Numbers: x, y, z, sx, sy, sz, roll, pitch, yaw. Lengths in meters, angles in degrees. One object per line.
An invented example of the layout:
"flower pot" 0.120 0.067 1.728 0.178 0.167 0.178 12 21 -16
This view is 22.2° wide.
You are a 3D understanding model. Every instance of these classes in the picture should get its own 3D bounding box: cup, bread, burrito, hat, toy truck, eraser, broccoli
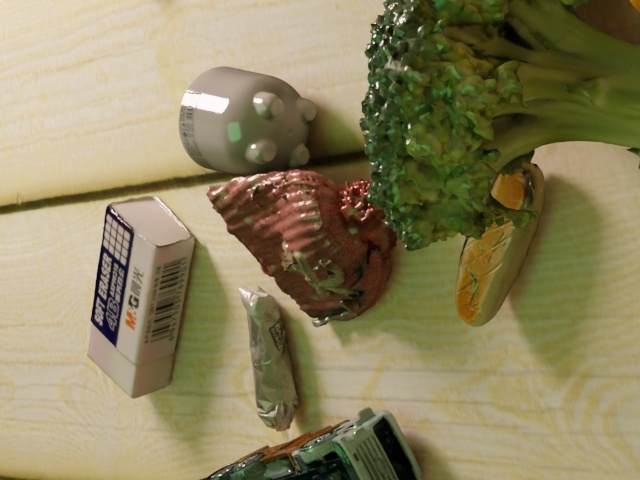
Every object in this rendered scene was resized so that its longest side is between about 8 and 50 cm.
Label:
"cup" -0.082 -0.125 2.053 0.142 0.134 0.174 16 114 46
"bread" 0.200 0.000 1.808 0.073 0.053 0.214 40 129 32
"burrito" -0.068 0.158 2.203 0.064 0.064 0.203 -2 99 52
"hat" 0.000 0.000 1.999 0.237 0.107 0.286 49 142 -18
"toy truck" -0.005 0.309 2.094 0.305 0.162 0.136 -25 94 47
"eraser" -0.266 0.085 2.401 0.130 0.086 0.287 40 132 36
"broccoli" 0.173 -0.184 1.601 0.277 0.317 0.339 60 -163 -71

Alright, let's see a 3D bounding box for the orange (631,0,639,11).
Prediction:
"orange" 0.344 -0.307 1.276 0.293 0.340 0.341 -24 83 25
